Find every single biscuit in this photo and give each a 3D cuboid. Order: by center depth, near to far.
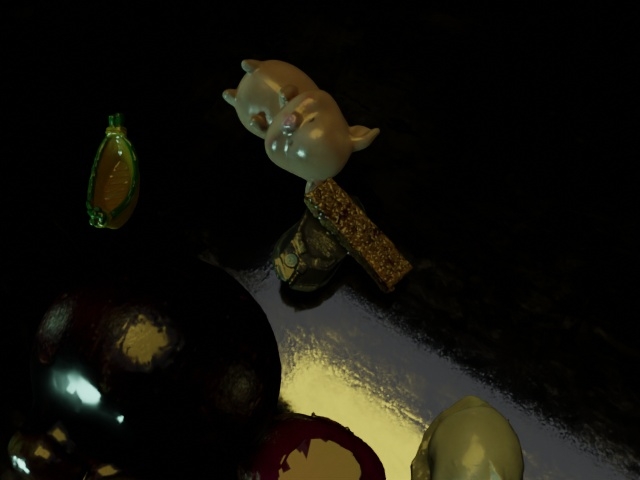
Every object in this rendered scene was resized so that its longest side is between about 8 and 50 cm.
[{"bbox_3d":[0.058,-0.009,0.980,0.064,0.034,0.199,-40,89,-22],"label":"biscuit"}]

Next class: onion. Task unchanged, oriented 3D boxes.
[{"bbox_3d":[-0.027,0.325,0.786,0.195,0.140,0.218,23,66,9],"label":"onion"}]

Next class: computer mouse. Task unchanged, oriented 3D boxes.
[{"bbox_3d":[0.000,0.000,1.014,0.105,0.062,0.192,40,70,0],"label":"computer mouse"}]

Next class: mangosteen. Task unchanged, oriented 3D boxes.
[{"bbox_3d":[-0.207,0.160,0.738,0.313,0.297,0.297,-26,58,-33],"label":"mangosteen"}]

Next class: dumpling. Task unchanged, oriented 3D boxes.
[{"bbox_3d":[0.185,0.286,0.820,0.150,0.092,0.177,-16,63,10],"label":"dumpling"}]

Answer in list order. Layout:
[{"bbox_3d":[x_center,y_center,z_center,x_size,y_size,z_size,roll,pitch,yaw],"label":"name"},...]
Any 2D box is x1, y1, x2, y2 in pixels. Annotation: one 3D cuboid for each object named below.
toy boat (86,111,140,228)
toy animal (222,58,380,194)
[{"bbox_3d":[-0.358,-0.110,1.093,0.088,0.088,0.230,-3,59,3],"label":"toy boat"},{"bbox_3d":[-0.045,-0.201,1.094,0.250,0.166,0.154,49,29,21],"label":"toy animal"}]
